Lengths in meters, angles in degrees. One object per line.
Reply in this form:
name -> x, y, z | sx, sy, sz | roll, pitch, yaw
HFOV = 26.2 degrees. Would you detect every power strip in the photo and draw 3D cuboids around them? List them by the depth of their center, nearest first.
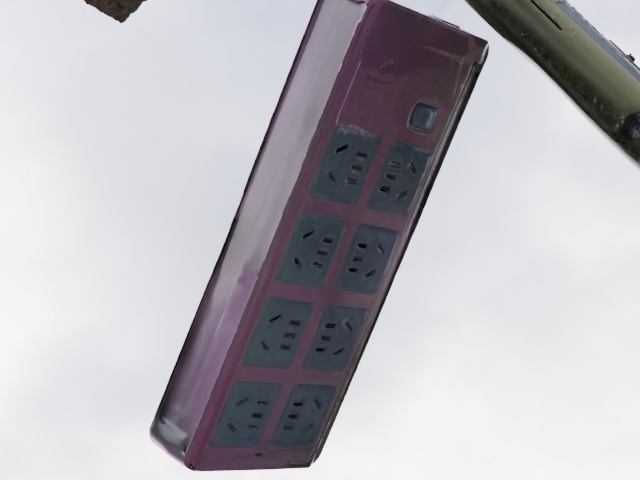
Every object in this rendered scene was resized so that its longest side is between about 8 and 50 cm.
power strip -> 0.000, 0.000, 0.719 | 0.109, 0.037, 0.278 | 10, -75, -50

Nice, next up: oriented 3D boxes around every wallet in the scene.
wallet -> 0.140, -0.084, 0.699 | 0.039, 0.155, 0.110 | -46, -25, 14

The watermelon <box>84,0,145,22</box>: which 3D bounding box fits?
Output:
watermelon -> -0.252, -0.371, 1.510 | 0.193, 0.256, 0.140 | -28, -11, 32
